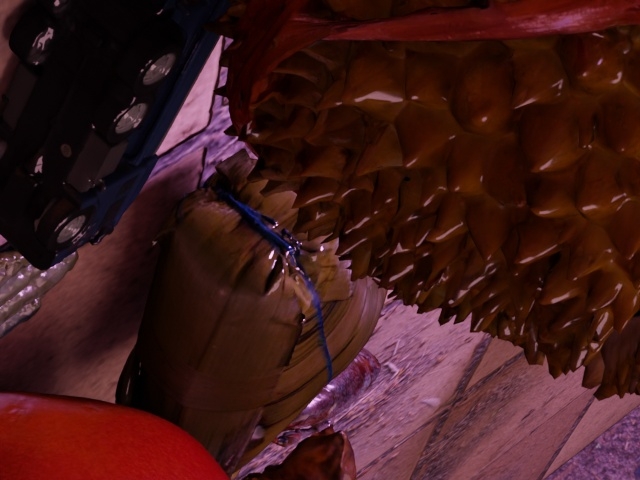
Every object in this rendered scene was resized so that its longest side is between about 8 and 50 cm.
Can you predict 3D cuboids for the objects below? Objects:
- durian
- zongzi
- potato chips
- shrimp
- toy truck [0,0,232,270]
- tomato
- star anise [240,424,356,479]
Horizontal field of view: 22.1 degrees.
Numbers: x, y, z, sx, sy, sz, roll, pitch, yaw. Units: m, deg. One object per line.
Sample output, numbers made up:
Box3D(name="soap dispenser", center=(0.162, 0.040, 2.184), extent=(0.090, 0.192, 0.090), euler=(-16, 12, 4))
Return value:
Box3D(name="durian", center=(0.118, -0.108, 0.680), extent=(0.348, 0.384, 0.347), euler=(-18, 144, -14))
Box3D(name="zongzi", center=(0.000, 0.000, 1.094), extent=(0.289, 0.123, 0.260), euler=(-41, 162, -34))
Box3D(name="potato chips", center=(-0.219, 0.060, 0.913), extent=(0.207, 0.028, 0.092), euler=(-38, 160, -17))
Box3D(name="shrimp", center=(-0.020, 0.136, 1.422), extent=(0.073, 0.074, 0.190), euler=(-15, -165, 47))
Box3D(name="toy truck", center=(-0.100, -0.081, 0.778), extent=(0.088, 0.074, 0.201), euler=(-33, 161, -50))
Box3D(name="tomato", center=(-0.174, 0.206, 1.009), extent=(0.299, 0.226, 0.298), euler=(3, 172, 0))
Box3D(name="star anise", center=(-0.043, 0.237, 1.465), extent=(0.212, 0.111, 0.196), euler=(-13, 165, -34))
